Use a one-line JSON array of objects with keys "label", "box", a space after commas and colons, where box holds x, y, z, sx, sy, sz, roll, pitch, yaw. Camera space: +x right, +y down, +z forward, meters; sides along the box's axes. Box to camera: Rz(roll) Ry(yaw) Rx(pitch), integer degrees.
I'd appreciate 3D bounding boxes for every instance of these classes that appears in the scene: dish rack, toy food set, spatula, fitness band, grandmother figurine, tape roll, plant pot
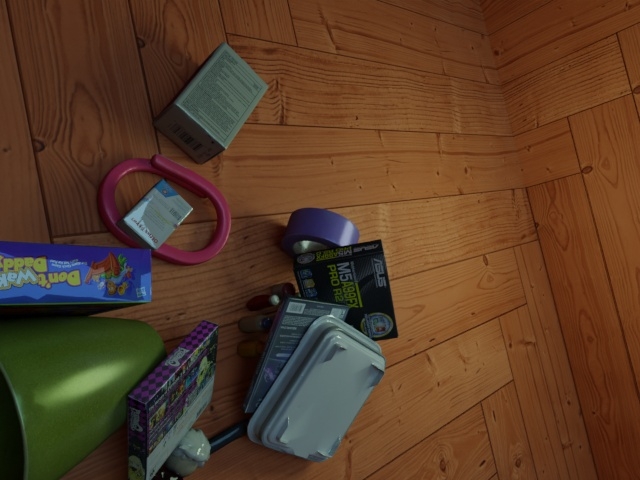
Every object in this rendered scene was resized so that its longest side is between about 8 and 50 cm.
[{"label": "dish rack", "box": [0.016, 0.364, 1.126, 0.286, 0.072, 0.332, 39, 83, -41]}, {"label": "toy food set", "box": [-0.103, 0.176, 1.154, 0.232, 0.105, 0.111, -37, 104, -40]}, {"label": "spatula", "box": [-0.149, 0.406, 1.107, 0.297, 0.030, 0.084, -21, 97, -41]}, {"label": "fitness band", "box": [-0.334, -0.064, 1.056, 0.291, 0.054, 0.208, 28, 65, -32]}, {"label": "grandmother figurine", "box": [-0.319, 0.510, 0.896, 0.342, 0.104, 0.207, -60, 145, -36]}, {"label": "tape roll", "box": [0.000, 0.000, 1.232, 0.189, 0.189, 0.080, 35, 58, -30]}, {"label": "plant pot", "box": [-0.411, 0.237, 0.795, 0.294, 0.275, 0.274, -12, 87, -59]}]

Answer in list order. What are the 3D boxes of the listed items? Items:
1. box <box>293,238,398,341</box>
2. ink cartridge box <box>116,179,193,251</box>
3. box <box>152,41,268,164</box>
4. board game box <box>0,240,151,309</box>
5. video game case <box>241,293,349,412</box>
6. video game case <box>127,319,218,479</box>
[{"label": "box", "box": [0.067, 0.139, 1.185, 0.060, 0.217, 0.269, -89, 168, -58]}, {"label": "ink cartridge box", "box": [-0.337, -0.049, 0.981, 0.088, 0.052, 0.122, 48, 55, -22]}, {"label": "box", "box": [-0.255, -0.320, 1.134, 0.149, 0.127, 0.232, 42, 55, -25]}, {"label": "board game box", "box": [-0.436, 0.072, 0.730, 0.234, 0.347, 0.077, 5, 77, -40]}, {"label": "video game case", "box": [-0.052, 0.262, 1.098, 0.196, 0.026, 0.274, 15, 99, -43]}, {"label": "video game case", "box": [-0.268, 0.294, 0.895, 0.232, 0.042, 0.210, -51, 156, -60]}]
